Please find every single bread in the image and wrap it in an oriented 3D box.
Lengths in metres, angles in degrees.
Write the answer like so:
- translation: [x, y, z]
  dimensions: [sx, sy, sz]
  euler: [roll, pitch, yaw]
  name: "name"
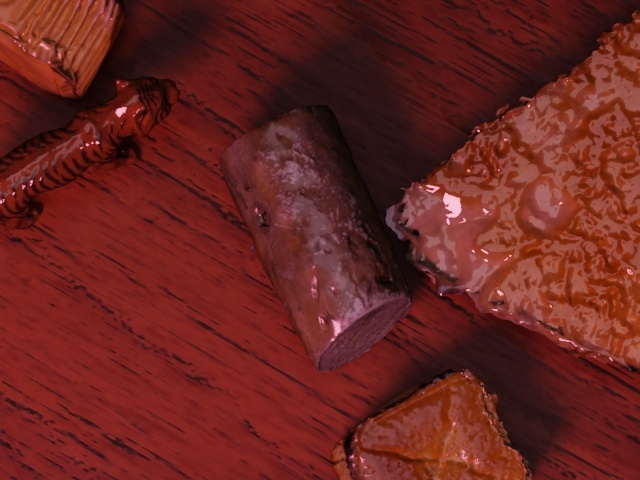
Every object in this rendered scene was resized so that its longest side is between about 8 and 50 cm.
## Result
- translation: [-0.249, -0.207, 1.597]
  dimensions: [0.190, 0.132, 0.114]
  euler: [30, 84, 2]
  name: "bread"
- translation: [0.089, 0.179, 1.563]
  dimensions: [0.140, 0.069, 0.128]
  euler: [-32, 83, -7]
  name: "bread"

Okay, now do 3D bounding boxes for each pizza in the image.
- translation: [0.330, -0.011, 1.585]
  dimensions: [0.435, 0.080, 0.392]
  euler: [-40, 82, -4]
  name: "pizza"

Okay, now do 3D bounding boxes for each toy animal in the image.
- translation: [-0.220, -0.062, 1.590]
  dimensions: [0.241, 0.099, 0.057]
  euler: [-31, 82, -4]
  name: "toy animal"

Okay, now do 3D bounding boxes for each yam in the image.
- translation: [0.000, 0.000, 1.574]
  dimensions: [0.107, 0.107, 0.194]
  euler: [-24, 82, -2]
  name: "yam"
